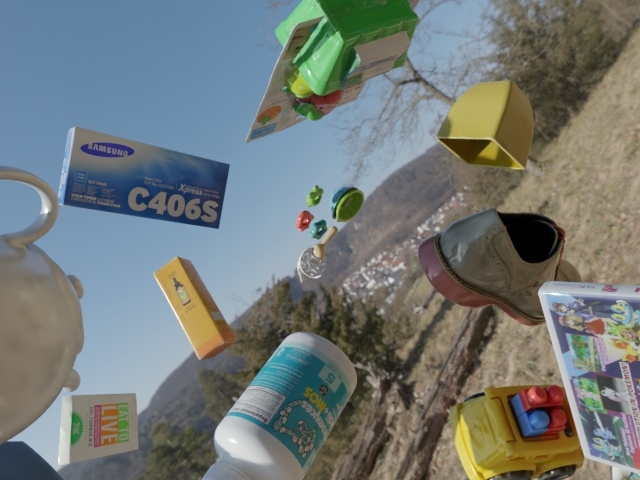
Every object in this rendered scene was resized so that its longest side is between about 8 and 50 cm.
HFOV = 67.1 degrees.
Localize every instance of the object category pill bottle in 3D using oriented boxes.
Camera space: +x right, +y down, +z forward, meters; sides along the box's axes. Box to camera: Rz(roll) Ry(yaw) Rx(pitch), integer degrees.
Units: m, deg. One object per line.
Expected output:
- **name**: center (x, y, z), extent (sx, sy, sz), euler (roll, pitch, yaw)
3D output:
- **pill bottle**: center (-0.061, 0.279, 0.742), extent (0.264, 0.146, 0.146), euler (-50, 0, -40)

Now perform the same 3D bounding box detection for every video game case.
- **video game case**: center (0.294, 0.126, 0.393), extent (0.023, 0.201, 0.183), euler (-36, 22, -35)

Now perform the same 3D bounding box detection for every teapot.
- **teapot**: center (-0.353, 0.083, 0.529), extent (0.256, 0.252, 0.187), euler (-24, 6, 43)

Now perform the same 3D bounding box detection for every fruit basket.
- **fruit basket**: center (0.029, -0.329, 0.958), extent (0.327, 0.165, 0.353), euler (-29, -14, -29)

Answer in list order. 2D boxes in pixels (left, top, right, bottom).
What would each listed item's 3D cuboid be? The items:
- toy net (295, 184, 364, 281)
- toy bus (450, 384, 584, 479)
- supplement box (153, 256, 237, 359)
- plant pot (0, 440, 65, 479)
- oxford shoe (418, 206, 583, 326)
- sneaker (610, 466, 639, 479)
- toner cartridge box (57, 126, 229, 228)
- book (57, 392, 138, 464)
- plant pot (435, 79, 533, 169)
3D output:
- **toy net**: center (0.000, 0.000, 0.907), extent (0.122, 0.045, 0.232), euler (-16, -45, -45)
- **toy bus**: center (0.362, 0.304, 0.806), extent (0.220, 0.149, 0.211), euler (2, -41, -13)
- **supplement box**: center (-0.288, 0.153, 1.110), extent (0.078, 0.233, 0.080), euler (-35, -13, 6)
- **plant pot**: center (-0.532, 0.427, 0.763), extent (0.188, 0.167, 0.187), euler (-37, -22, -7)
- **oxford shoe**: center (0.294, 0.036, 0.665), extent (0.348, 0.123, 0.130), euler (9, -39, -39)
- **sneaker**: center (0.585, 0.360, 0.870), extent (0.110, 0.275, 0.107), euler (-1, 50, 31)
- **toner cartridge box**: center (-0.389, -0.131, 1.097), extent (0.348, 0.165, 0.075), euler (8, 1, -37)
- **book**: center (-0.355, 0.297, 0.778), extent (0.035, 0.096, 0.144), euler (-11, -18, 16)
- **plant pot**: center (0.202, -0.140, 0.572), extent (0.081, 0.081, 0.083), euler (16, 83, 51)
